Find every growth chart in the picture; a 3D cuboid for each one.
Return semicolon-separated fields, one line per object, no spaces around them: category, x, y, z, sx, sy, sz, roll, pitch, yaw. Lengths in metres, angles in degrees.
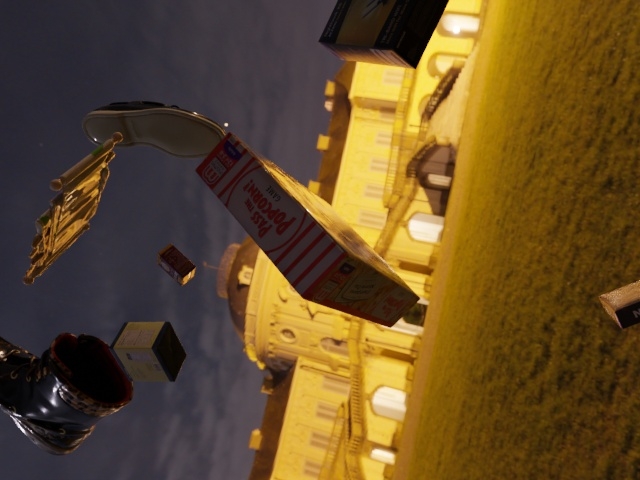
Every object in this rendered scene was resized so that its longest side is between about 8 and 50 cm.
growth chart;-0.378;-0.041;0.801;0.237;0.021;0.172;-52;7;38

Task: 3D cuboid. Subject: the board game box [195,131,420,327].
board game box;0.000;0.000;0.459;0.045;0.147;0.193;-47;-28;7

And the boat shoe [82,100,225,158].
boat shoe;-0.381;-0.275;1.263;0.113;0.340;0.127;-76;-15;-50

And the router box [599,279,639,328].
router box;0.698;0.116;1.117;0.046;0.179;0.133;63;-163;0

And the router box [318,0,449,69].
router box;0.153;-0.508;1.056;0.081;0.243;0.308;23;-85;-40

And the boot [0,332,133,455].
boot;-0.570;0.257;1.061;0.284;0.377;0.138;-34;12;33

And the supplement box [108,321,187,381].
supplement box;-0.274;0.178;0.848;0.056;0.083;0.083;-74;-23;-51

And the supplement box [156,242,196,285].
supplement box;-0.334;0.057;1.228;0.043;0.083;0.055;-45;-7;-33
